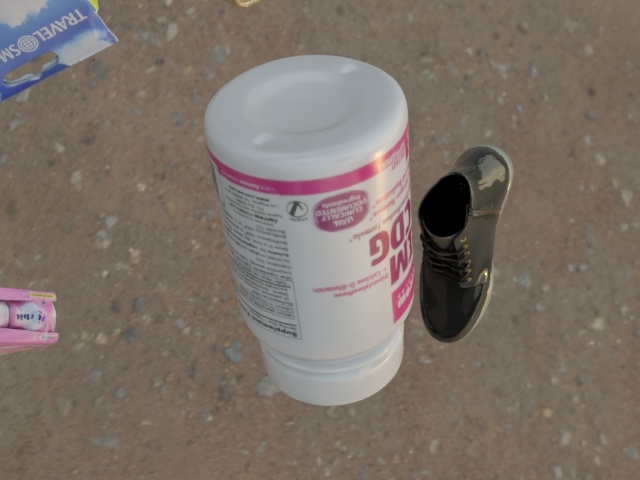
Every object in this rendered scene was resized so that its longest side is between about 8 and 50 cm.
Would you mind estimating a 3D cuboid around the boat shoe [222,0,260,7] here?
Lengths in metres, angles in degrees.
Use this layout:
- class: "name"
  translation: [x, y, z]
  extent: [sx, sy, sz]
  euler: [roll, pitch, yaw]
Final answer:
- class: "boat shoe"
  translation: [0.015, -0.204, 0.590]
  extent: [0.190, 0.068, 0.072]
  euler: [-44, 78, 2]

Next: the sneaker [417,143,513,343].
- class: "sneaker"
  translation: [0.127, 0.016, 0.985]
  extent: [0.118, 0.083, 0.222]
  euler: [-29, 132, -57]

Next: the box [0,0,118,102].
- class: "box"
  translation: [-0.197, -0.150, 0.494]
  extent: [0.178, 0.109, 0.042]
  euler: [52, 17, -50]

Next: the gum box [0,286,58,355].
- class: "gum box"
  translation: [-0.390, 0.097, 1.086]
  extent: [0.107, 0.188, 0.062]
  euler: [9, 71, -50]

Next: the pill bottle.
- class: "pill bottle"
  translation: [0.000, 0.000, 0.835]
  extent: [0.160, 0.160, 0.283]
  euler: [-42, 141, -34]
